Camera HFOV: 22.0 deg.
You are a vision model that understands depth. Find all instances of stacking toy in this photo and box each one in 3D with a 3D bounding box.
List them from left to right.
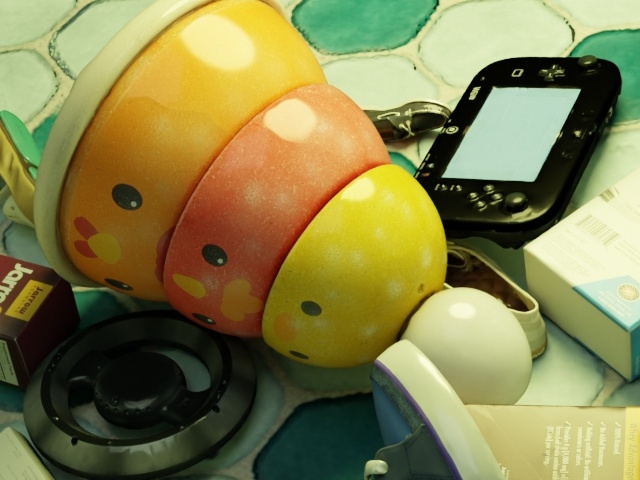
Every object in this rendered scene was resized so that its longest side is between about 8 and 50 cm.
[{"bbox_3d":[0.000,0.000,1.553,0.480,0.350,0.350,35,62,23],"label":"stacking toy"}]

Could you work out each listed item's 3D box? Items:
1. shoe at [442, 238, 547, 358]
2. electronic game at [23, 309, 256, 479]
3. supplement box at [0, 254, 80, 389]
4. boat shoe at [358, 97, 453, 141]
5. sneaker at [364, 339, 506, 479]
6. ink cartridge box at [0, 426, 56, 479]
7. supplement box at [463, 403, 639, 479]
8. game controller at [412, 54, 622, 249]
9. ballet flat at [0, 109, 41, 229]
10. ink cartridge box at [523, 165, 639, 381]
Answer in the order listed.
[{"bbox_3d":[0.146,0.035,1.627,0.076,0.058,0.219,-34,49,-18],"label":"shoe"},{"bbox_3d":[-0.176,0.147,1.603,0.229,0.048,0.229,-5,40,4],"label":"electronic game"},{"bbox_3d":[-0.356,0.071,1.686,0.188,0.081,0.104,13,47,20],"label":"supplement box"},{"bbox_3d":[0.084,-0.128,1.806,0.125,0.046,0.038,0,47,17],"label":"boat shoe"},{"bbox_3d":[0.043,0.258,1.221,0.236,0.130,0.323,-27,71,-2],"label":"sneaker"},{"bbox_3d":[-0.316,0.283,1.529,0.179,0.045,0.145,-43,51,-2],"label":"ink cartridge box"},{"bbox_3d":[0.178,0.248,1.368,0.194,0.129,0.191,0,47,13],"label":"supplement box"},{"bbox_3d":[0.202,-0.102,1.711,0.166,0.067,0.319,11,40,20],"label":"game controller"},{"bbox_3d":[-0.329,-0.058,1.833,0.073,0.080,0.232,-46,45,8],"label":"ballet flat"},{"bbox_3d":[0.321,0.018,1.583,0.203,0.086,0.148,-33,49,-18],"label":"ink cartridge box"}]
